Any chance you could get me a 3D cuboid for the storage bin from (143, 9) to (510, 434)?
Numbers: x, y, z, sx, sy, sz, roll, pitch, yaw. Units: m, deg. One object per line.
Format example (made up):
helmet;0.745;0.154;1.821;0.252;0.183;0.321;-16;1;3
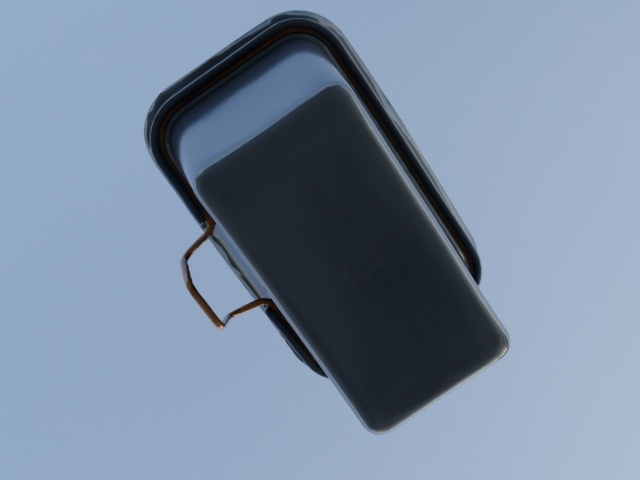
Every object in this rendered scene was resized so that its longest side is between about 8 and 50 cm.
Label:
storage bin;0.000;0.000;0.354;0.098;0.091;0.135;-34;-73;2
